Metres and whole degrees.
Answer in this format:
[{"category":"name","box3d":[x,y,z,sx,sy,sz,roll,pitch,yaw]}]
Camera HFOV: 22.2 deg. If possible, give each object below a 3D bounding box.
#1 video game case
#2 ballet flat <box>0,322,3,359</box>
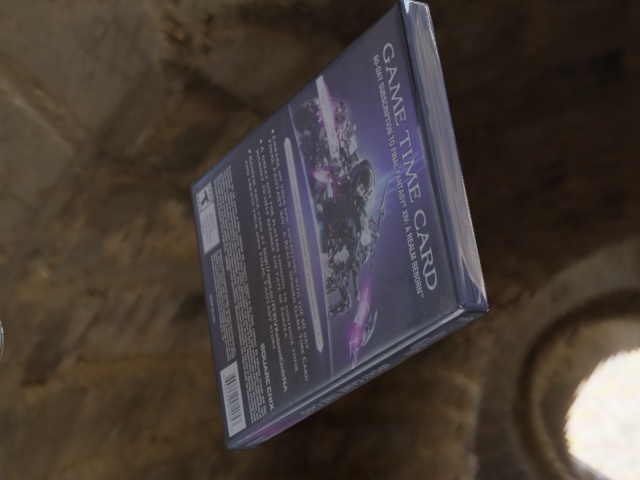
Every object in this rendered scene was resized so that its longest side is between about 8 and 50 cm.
[{"category":"video game case","box3d":[0.000,0.000,1.027,0.026,0.196,0.274,5,-25,-33]},{"category":"ballet flat","box3d":[-0.231,0.045,0.645,0.206,0.073,0.067,0,-13,-31]}]
